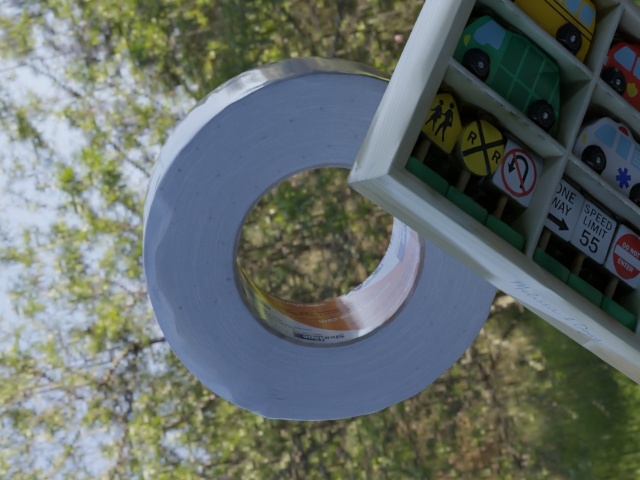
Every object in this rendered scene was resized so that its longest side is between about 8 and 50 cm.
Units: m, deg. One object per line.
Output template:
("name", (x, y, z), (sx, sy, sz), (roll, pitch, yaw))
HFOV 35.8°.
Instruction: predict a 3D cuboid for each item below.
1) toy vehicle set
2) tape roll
("toy vehicle set", (0.151, -0.035, 0.525), (0.266, 0.035, 0.166), (32, -109, -27))
("tape roll", (0.000, 0.000, 0.615), (0.072, 0.219, 0.219), (-116, 10, -70))
